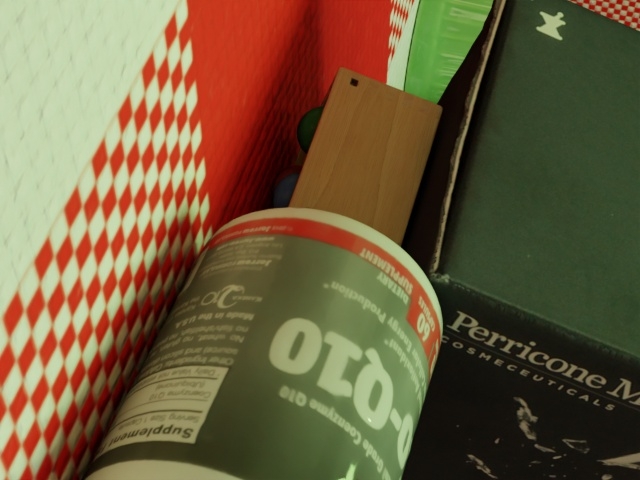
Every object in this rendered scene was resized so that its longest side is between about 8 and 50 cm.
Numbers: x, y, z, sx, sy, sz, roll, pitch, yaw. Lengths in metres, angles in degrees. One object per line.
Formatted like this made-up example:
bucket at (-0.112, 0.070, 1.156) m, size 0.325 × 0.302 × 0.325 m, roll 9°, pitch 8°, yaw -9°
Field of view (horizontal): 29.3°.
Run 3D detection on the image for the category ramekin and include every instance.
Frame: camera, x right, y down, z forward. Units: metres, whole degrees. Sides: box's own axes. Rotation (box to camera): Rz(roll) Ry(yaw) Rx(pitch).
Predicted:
ramekin at (0.212, -0.252, 1.574) m, size 0.303 × 0.148 × 0.303 m, roll 13°, pitch 90°, yaw -79°

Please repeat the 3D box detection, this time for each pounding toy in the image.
pounding toy at (-0.004, 0.008, 0.909) m, size 0.181 × 0.094 × 0.206 m, roll 122°, pitch -12°, yaw -65°

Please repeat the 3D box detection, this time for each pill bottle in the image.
pill bottle at (-0.039, 0.129, 0.668) m, size 0.161 × 0.161 × 0.283 m, roll 92°, pitch 14°, yaw -45°

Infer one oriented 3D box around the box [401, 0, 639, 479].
box at (0.254, 0.115, 1.013) m, size 0.472 × 0.480 × 0.297 m, roll 118°, pitch -8°, yaw -54°
